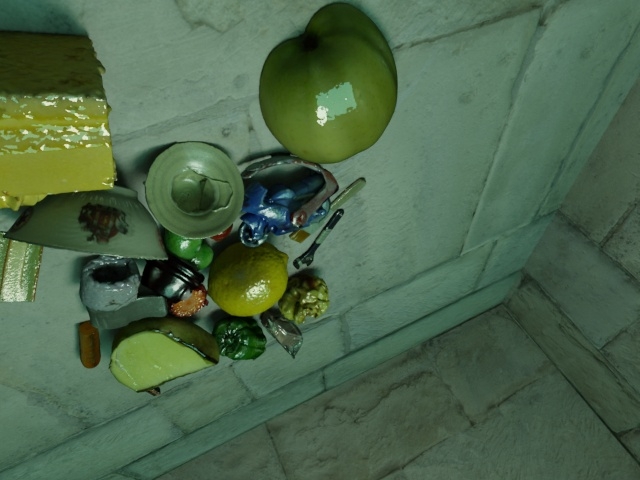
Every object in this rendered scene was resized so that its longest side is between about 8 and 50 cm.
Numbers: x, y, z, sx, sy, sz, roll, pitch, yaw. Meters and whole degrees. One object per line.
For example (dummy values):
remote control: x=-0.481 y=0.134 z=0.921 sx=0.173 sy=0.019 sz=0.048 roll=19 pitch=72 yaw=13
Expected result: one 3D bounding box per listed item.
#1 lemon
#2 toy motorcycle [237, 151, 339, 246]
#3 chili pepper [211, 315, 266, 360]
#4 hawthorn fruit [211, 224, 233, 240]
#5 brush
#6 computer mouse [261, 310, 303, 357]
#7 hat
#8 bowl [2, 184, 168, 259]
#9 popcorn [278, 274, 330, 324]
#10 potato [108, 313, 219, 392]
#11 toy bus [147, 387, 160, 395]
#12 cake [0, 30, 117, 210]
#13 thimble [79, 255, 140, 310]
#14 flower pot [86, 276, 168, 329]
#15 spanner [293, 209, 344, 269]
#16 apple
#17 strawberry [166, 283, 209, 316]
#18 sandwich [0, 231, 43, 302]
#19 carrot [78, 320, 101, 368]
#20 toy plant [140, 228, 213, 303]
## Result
lemon: x=-0.234 y=0.121 z=1.421 sx=0.268 sy=0.267 sz=0.267 roll=-21 pitch=145 yaw=-15
toy motorcycle: x=-0.117 y=-0.132 z=1.290 sx=0.319 sy=0.240 sz=0.182 roll=-23 pitch=-173 yaw=-23
chili pepper: x=-0.328 y=0.398 z=1.782 sx=0.385 sy=0.213 sz=0.167 roll=82 pitch=25 yaw=-74
hawthorn fruit: x=-0.309 y=-0.041 z=1.305 sx=0.093 sy=0.093 sz=0.093 roll=-21 pitch=145 yaw=-15
brush: x=0.030 y=-0.105 z=1.537 sx=0.337 sy=0.020 sz=0.085 roll=-41 pitch=145 yaw=14
computer mouse: x=-0.163 y=0.388 z=1.896 sx=0.115 sy=0.200 sz=0.389 roll=-45 pitch=151 yaw=-17
hat: x=-0.335 y=-0.123 z=1.126 sx=0.252 sy=0.251 sz=0.110 roll=-9 pitch=-179 yaw=-30
bowl: x=-0.513 y=-0.053 z=0.998 sx=0.337 sy=0.337 sz=0.157 roll=11 pitch=87 yaw=-46
popcorn: x=-0.066 y=0.238 z=1.754 sx=0.218 sy=0.189 sz=0.169 roll=-35 pitch=144 yaw=3
potato: x=-0.567 y=0.339 z=1.516 sx=0.331 sy=0.212 sz=0.280 roll=-23 pitch=129 yaw=4
toy bus: x=-0.741 y=0.656 z=1.908 sx=0.043 sy=0.031 sz=0.110 roll=-20 pitch=146 yaw=-5
cake: x=-0.510 y=-0.201 z=0.803 sx=0.228 sy=0.222 sz=0.286 roll=-9 pitch=141 yaw=-27
thimble: x=-0.598 y=0.120 z=1.233 sx=0.151 sy=0.127 sz=0.117 roll=-8 pitch=142 yaw=-39
flower pot: x=-0.599 y=0.191 z=1.348 sx=0.229 sy=0.103 sz=0.108 roll=-11 pitch=140 yaw=-24
spanner: x=0.000 y=0.000 z=1.653 sx=0.087 sy=0.024 sz=0.315 roll=6 pitch=130 yaw=-45
apple: x=0.026 y=-0.380 z=1.116 sx=0.360 sy=0.312 sz=0.319 roll=49 pitch=54 yaw=-58
strawberry: x=-0.458 y=0.194 z=1.479 sx=0.145 sy=0.086 sz=0.145 roll=-22 pitch=148 yaw=-15
sandwich: x=-0.795 y=0.063 z=1.108 sx=0.117 sy=0.144 sz=0.187 roll=7 pitch=95 yaw=-44
carrot: x=-0.776 y=0.357 z=1.459 sx=0.067 sy=0.067 sz=0.225 roll=-7 pitch=138 yaw=-32
toy plant: x=-0.412 y=0.055 z=1.271 sx=0.235 sy=0.176 sz=0.218 roll=-61 pitch=160 yaw=-17
